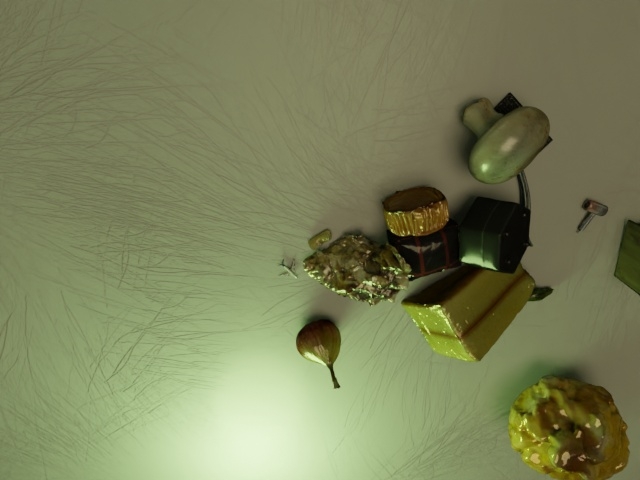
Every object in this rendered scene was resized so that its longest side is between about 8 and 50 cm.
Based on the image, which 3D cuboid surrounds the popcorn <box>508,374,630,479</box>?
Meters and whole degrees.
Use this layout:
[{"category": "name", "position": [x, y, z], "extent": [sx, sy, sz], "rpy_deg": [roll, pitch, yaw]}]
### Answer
[{"category": "popcorn", "position": [0.877, 0.674, 1.461], "extent": [0.390, 0.344, 0.354], "rpy_deg": [20, 155, -33]}]

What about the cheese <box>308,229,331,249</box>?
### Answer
[{"category": "cheese", "position": [0.000, 0.000, 1.300], "extent": [0.083, 0.044, 0.030], "rpy_deg": [-33, 126, 9]}]

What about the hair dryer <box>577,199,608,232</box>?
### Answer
[{"category": "hair dryer", "position": [0.859, -0.072, 1.299], "extent": [0.063, 0.037, 0.114], "rpy_deg": [18, 118, -7]}]

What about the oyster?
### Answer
[{"category": "oyster", "position": [0.110, 0.100, 1.273], "extent": [0.351, 0.115, 0.238], "rpy_deg": [11, 113, 20]}]

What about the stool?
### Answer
[{"category": "stool", "position": [0.524, -0.013, 1.209], "extent": [0.232, 0.141, 0.232], "rpy_deg": [-15, 112, -41]}]

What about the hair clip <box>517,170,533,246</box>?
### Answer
[{"category": "hair clip", "position": [0.635, -0.106, 1.278], "extent": [0.083, 0.048, 0.275], "rpy_deg": [-6, 107, 3]}]

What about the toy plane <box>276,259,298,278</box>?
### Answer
[{"category": "toy plane", "position": [-0.106, 0.099, 1.348], "extent": [0.078, 0.024, 0.084], "rpy_deg": [-45, 113, 10]}]

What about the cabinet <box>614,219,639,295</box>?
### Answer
[{"category": "cabinet", "position": [1.090, 0.045, 1.291], "extent": [0.174, 0.148, 0.215], "rpy_deg": [-7, 116, 1]}]

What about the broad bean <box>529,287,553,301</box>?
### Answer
[{"category": "broad bean", "position": [0.705, 0.190, 1.395], "extent": [0.195, 0.046, 0.061], "rpy_deg": [4, 115, -1]}]

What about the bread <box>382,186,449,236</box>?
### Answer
[{"category": "bread", "position": [0.281, -0.082, 1.191], "extent": [0.199, 0.199, 0.104], "rpy_deg": [-15, 112, 5]}]

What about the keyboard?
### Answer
[{"category": "keyboard", "position": [0.599, -0.342, 1.190], "extent": [0.204, 0.013, 0.061], "rpy_deg": [39, 107, -16]}]

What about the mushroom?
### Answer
[{"category": "mushroom", "position": [0.491, -0.286, 1.126], "extent": [0.243, 0.243, 0.244], "rpy_deg": [0, 112, -1]}]

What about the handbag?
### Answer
[{"category": "handbag", "position": [0.324, 0.028, 1.259], "extent": [0.215, 0.155, 0.170], "rpy_deg": [-15, 115, -2]}]

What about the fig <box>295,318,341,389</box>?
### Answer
[{"category": "fig", "position": [0.019, 0.384, 1.390], "extent": [0.160, 0.143, 0.231], "rpy_deg": [-38, 80, 8]}]

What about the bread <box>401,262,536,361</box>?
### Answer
[{"category": "bread", "position": [0.516, 0.201, 1.373], "extent": [0.361, 0.245, 0.233], "rpy_deg": [-37, 97, -18]}]
